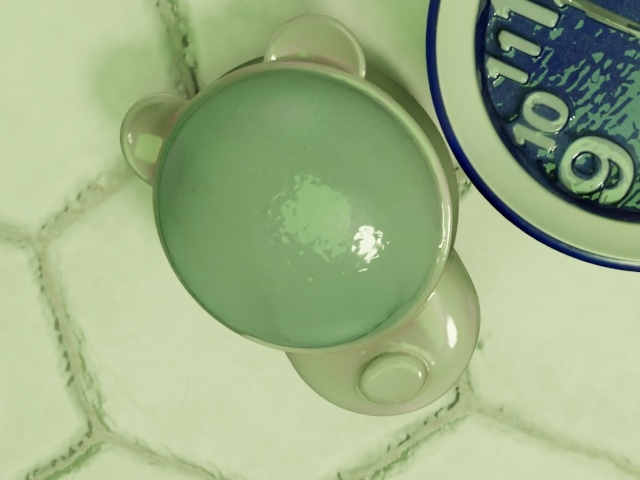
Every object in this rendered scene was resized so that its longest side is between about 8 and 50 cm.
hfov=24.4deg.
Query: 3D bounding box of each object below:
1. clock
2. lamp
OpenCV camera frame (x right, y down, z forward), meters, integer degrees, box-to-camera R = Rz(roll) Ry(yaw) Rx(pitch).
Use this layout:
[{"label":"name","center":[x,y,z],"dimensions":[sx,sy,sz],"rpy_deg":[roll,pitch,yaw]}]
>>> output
[{"label":"clock","center":[0.173,-0.101,0.757],"dimensions":[0.230,0.083,0.230],"rpy_deg":[2,98,17]},{"label":"lamp","center":[0.000,0.002,0.861],"dimensions":[0.179,0.108,0.246],"rpy_deg":[-24,108,26]}]
